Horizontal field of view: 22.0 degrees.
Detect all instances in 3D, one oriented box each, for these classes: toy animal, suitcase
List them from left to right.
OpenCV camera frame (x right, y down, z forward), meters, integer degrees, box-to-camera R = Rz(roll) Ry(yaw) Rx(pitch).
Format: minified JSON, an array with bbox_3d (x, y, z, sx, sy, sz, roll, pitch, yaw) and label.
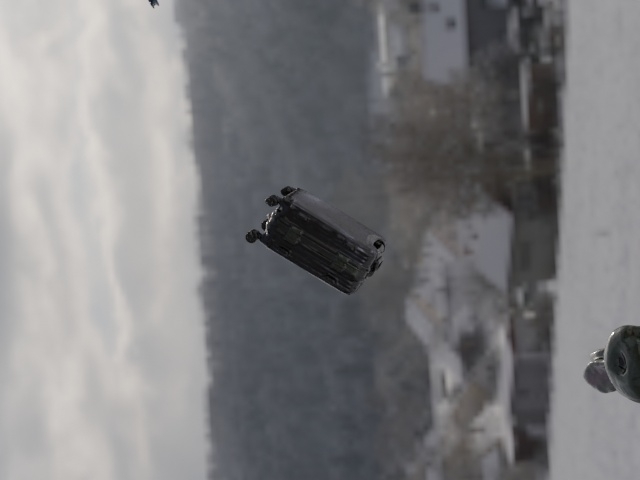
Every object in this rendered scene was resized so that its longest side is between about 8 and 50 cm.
[{"bbox_3d":[0.000,0.000,1.622,0.059,0.126,0.086,-60,-6,16],"label":"suitcase"},{"bbox_3d":[0.338,0.130,1.616,0.108,0.236,0.138,49,-122,-40],"label":"toy animal"}]

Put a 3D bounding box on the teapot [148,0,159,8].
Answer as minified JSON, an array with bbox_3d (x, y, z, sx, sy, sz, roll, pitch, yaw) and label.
[{"bbox_3d":[-0.200,-0.295,1.823,0.049,0.064,0.083,-60,-9,-1],"label":"teapot"}]
